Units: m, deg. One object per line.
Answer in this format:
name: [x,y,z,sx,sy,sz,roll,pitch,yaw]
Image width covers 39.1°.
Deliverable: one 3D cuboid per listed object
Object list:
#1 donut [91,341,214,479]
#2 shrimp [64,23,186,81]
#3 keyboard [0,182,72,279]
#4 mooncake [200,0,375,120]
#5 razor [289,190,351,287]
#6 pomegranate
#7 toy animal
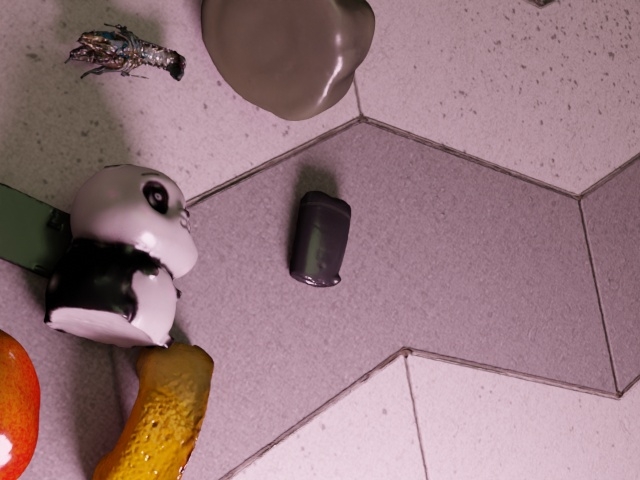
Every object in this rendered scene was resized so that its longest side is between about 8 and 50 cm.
donut: [-0.209,0.239,1.188,0.101,0.152,0.259,26,65,-18]
shrimp: [-0.283,-0.266,1.307,0.174,0.076,0.082,5,118,-36]
keyboard: [-0.471,-0.055,1.156,0.317,0.027,0.106,28,70,-25]
mooncake: [-0.046,-0.321,1.343,0.135,0.275,0.275,-34,99,-49]
razor: [0.000,0.000,1.426,0.090,0.054,0.148,19,70,-24]
pomegranate: [-0.428,0.180,1.011,0.220,0.220,0.257,-30,128,-33]
toy animal: [-0.256,0.015,1.190,0.187,0.165,0.235,56,46,-60]
